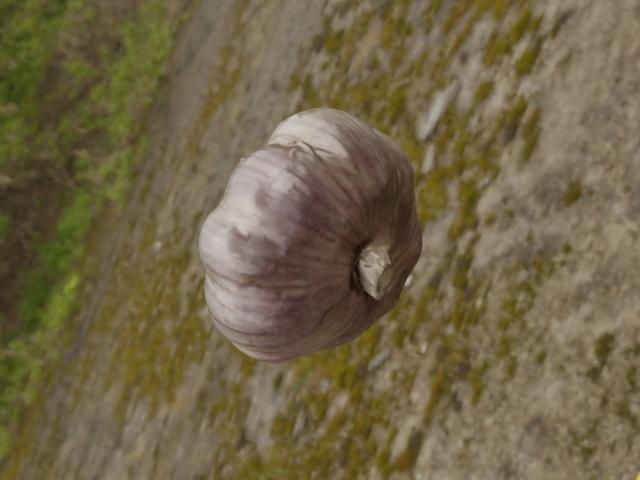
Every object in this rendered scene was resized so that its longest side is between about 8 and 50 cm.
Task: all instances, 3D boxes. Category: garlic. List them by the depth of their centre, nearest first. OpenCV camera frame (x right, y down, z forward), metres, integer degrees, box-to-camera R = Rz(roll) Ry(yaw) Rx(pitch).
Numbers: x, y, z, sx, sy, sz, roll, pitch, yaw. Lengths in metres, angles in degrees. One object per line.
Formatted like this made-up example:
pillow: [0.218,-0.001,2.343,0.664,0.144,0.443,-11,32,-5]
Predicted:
garlic: [0.000,0.000,0.712,0.102,0.147,0.159,27,77,39]

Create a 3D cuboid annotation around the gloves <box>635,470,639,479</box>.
gloves: [0.246,0.222,0.745,0.116,0.133,0.294,14,-83,-76]
